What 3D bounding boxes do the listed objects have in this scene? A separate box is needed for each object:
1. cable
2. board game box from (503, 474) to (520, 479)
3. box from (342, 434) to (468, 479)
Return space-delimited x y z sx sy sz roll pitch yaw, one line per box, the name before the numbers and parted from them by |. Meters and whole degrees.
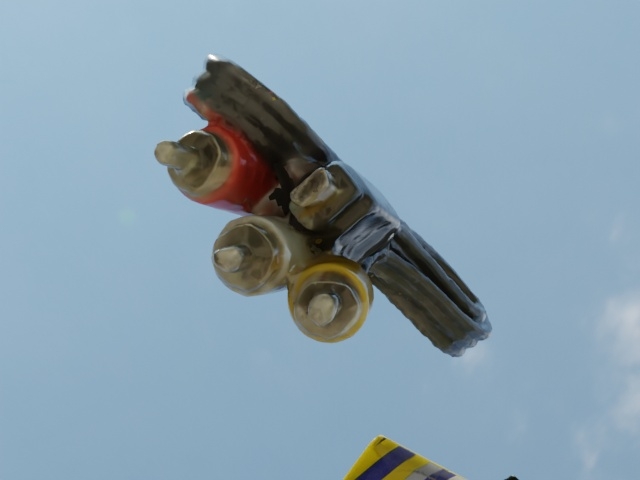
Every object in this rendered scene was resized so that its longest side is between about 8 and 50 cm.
cable | 0.000 0.000 0.874 0.072 0.287 0.139 -42 -108 3
board game box | 0.018 0.152 0.530 0.126 0.186 0.026 -37 -121 -15
box | -0.010 0.122 0.345 0.059 0.054 0.169 24 -118 32
